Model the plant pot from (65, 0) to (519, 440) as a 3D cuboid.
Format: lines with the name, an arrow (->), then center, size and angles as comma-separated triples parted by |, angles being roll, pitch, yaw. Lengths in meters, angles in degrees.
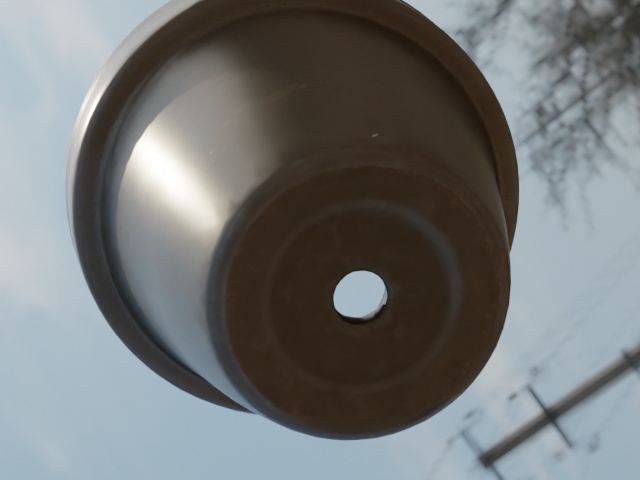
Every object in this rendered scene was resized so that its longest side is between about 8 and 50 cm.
plant pot -> 0.000, 0.000, 0.925 | 0.263, 0.263, 0.229 | 45, -176, -20
